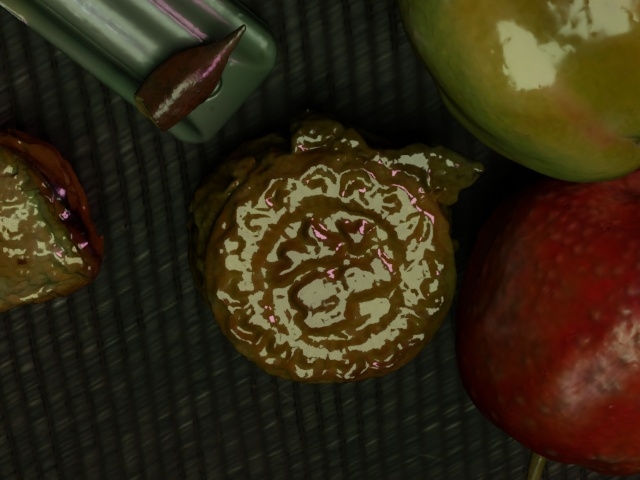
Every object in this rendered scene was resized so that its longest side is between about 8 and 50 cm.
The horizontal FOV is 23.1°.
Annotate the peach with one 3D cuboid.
[{"bbox_3d":[0.207,-0.210,1.199,0.281,0.314,0.315,-25,86,29],"label":"peach"}]

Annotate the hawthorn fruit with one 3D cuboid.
[{"bbox_3d":[0.239,0.091,1.353,0.287,0.287,0.330,18,106,-13],"label":"hawthorn fruit"}]

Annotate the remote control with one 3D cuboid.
[{"bbox_3d":[-0.193,-0.214,1.293,0.335,0.065,0.128,37,110,-20],"label":"remote control"}]

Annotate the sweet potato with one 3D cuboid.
[{"bbox_3d":[-0.104,-0.137,1.276,0.117,0.049,0.049,-41,112,11],"label":"sweet potato"}]

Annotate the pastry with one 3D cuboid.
[{"bbox_3d":[0.000,0.000,1.380,0.240,0.132,0.235,11,104,-8],"label":"pastry"}]

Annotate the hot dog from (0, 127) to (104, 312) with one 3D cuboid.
[{"bbox_3d":[-0.322,0.001,1.362,0.259,0.114,0.175,-19,120,6],"label":"hot dog"}]
